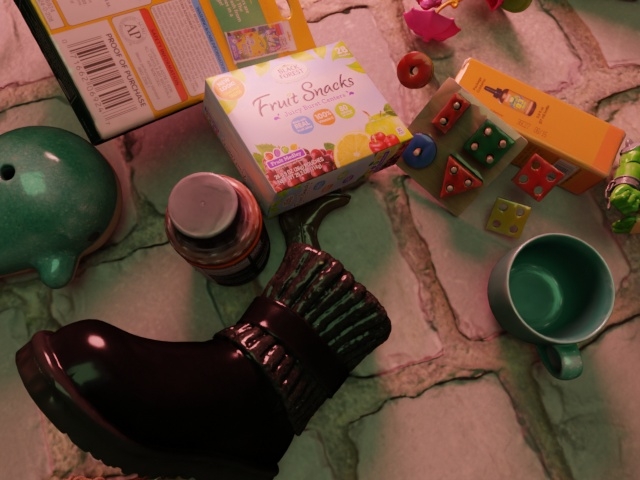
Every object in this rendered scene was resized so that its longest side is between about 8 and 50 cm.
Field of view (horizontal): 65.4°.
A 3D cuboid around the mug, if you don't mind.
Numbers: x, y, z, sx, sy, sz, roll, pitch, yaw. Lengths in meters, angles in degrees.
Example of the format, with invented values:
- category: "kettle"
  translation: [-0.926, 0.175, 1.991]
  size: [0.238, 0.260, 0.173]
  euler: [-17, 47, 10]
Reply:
- category: "mug"
  translation: [0.271, 0.077, 0.619]
  size: [0.129, 0.097, 0.158]
  euler: [27, 78, 5]

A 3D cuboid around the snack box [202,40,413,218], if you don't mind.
- category: "snack box"
  translation: [-0.017, -0.147, 0.633]
  size: [0.207, 0.070, 0.174]
  euler: [-24, 73, -26]

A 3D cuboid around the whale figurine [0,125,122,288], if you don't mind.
- category: "whale figurine"
  translation: [-0.385, -0.028, 0.612]
  size: [0.272, 0.141, 0.216]
  euler: [-38, 80, -9]

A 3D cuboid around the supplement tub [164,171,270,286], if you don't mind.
- category: "supplement tub"
  translation: [-0.117, -0.012, 0.583]
  size: [0.106, 0.198, 0.106]
  euler: [0, 75, -1]

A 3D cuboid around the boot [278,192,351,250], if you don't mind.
- category: "boot"
  translation: [0.000, 0.000, 0.664]
  size: [0.106, 0.037, 0.114]
  euler: [-14, 73, 9]

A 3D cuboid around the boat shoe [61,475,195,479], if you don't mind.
- category: "boat shoe"
  translation: [-0.272, 0.319, 0.540]
  size: [0.324, 0.123, 0.116]
  euler: [-34, 77, -10]

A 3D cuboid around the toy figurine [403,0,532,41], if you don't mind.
- category: "toy figurine"
  translation: [0.188, -0.367, 0.720]
  size: [0.159, 0.130, 0.173]
  euler: [-33, 91, 1]

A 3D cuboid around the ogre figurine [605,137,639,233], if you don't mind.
- category: "ogre figurine"
  translation: [0.449, -0.057, 0.653]
  size: [0.197, 0.097, 0.118]
  euler: [14, 67, -3]

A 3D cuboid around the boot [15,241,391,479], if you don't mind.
- category: "boot"
  translation: [-0.083, 0.100, 0.513]
  size: [0.131, 0.348, 0.260]
  euler: [33, 80, 41]

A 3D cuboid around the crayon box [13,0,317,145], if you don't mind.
- category: "crayon box"
  translation: [-0.181, -0.278, 0.634]
  size: [0.323, 0.083, 0.203]
  euler: [-32, 110, -26]

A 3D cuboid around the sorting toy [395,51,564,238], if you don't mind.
- category: "sorting toy"
  translation: [0.181, -0.112, 0.652]
  size: [0.274, 0.046, 0.132]
  euler: [41, 114, 3]

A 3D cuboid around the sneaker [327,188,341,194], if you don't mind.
- category: "sneaker"
  translation: [-0.024, -0.130, 0.686]
  size: [0.161, 0.057, 0.075]
  euler: [37, 84, 11]

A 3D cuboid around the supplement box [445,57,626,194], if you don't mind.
- category: "supplement box"
  translation: [0.282, -0.156, 0.689]
  size: [0.233, 0.080, 0.078]
  euler: [29, 77, 4]
